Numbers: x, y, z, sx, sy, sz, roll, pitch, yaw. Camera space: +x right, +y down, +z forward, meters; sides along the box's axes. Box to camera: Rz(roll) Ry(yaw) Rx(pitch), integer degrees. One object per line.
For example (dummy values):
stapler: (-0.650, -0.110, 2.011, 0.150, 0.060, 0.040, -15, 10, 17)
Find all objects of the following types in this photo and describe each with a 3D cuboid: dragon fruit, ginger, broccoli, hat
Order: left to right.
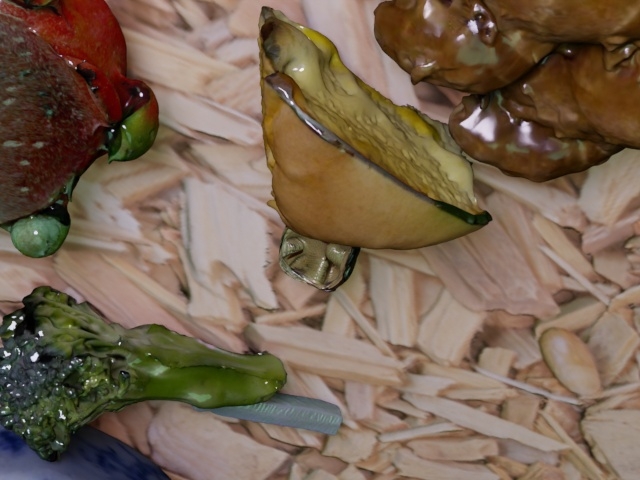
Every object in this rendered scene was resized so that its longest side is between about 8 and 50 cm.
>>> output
dragon fruit: (-0.269, -0.120, 0.878, 0.269, 0.130, 0.295, -9, 132, 0)
broccoli: (-0.177, 0.140, 1.134, 0.304, 0.165, 0.145, 3, 124, -25)
hat: (0.001, 0.000, 1.075, 0.076, 0.059, 0.077, 19, 122, -3)
ginger: (0.198, -0.185, 0.888, 0.274, 0.152, 0.357, -17, 134, 33)

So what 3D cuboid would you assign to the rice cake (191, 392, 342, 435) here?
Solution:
rice cake: (-0.062, 0.190, 1.249, 0.180, 0.030, 0.042, 14, 123, -19)

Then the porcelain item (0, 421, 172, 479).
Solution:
porcelain item: (-0.282, 0.303, 1.179, 0.405, 0.242, 0.178, 31, 96, -32)

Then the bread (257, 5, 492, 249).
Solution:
bread: (0.012, -0.070, 0.946, 0.252, 0.174, 0.133, 29, 124, -34)
